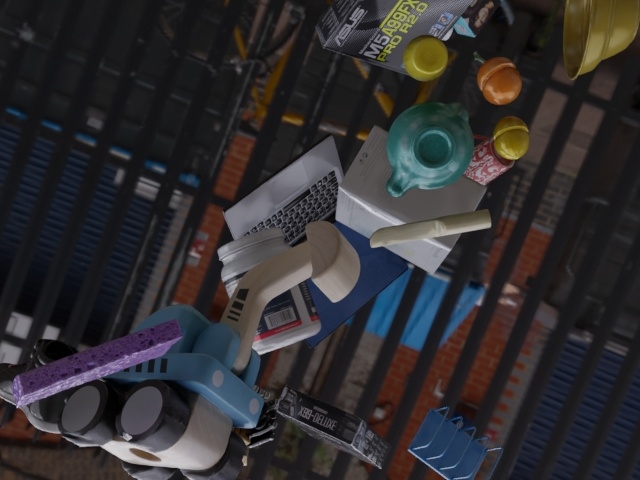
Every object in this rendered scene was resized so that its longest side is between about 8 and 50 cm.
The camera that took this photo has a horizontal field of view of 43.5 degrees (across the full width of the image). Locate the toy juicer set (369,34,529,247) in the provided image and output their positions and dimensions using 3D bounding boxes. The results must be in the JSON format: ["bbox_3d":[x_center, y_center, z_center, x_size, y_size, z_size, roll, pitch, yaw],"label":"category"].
[{"bbox_3d":[0.204,-0.136,1.227,0.209,0.329,0.089,11,-171,-1],"label":"toy juicer set"}]

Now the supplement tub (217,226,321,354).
[{"bbox_3d":[-0.126,0.124,1.937,0.191,0.272,0.191,-20,174,-2],"label":"supplement tub"}]

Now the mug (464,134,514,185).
[{"bbox_3d":[0.399,-0.207,2.075,0.113,0.150,0.169,-24,174,-42],"label":"mug"}]

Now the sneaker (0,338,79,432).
[{"bbox_3d":[-0.536,0.248,1.536,0.104,0.147,0.295,15,-179,-43],"label":"sneaker"}]

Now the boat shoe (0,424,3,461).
[{"bbox_3d":[-0.568,0.265,1.259,0.109,0.258,0.089,-15,-146,-8],"label":"boat shoe"}]

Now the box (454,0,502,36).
[{"bbox_3d":[0.370,-0.578,1.770,0.100,0.244,0.060,39,176,-40],"label":"box"}]

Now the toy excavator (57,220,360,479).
[{"bbox_3d":[-0.175,0.176,1.374,0.432,0.445,0.222,-6,144,33],"label":"toy excavator"}]

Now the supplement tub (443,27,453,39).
[{"bbox_3d":[0.244,-0.500,1.828,0.107,0.071,0.071,7,-173,-14],"label":"supplement tub"}]

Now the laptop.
[{"bbox_3d":[0.000,0.000,2.195,0.236,0.382,0.408,35,154,39],"label":"laptop"}]

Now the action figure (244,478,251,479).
[{"bbox_3d":[-0.087,0.545,1.490,0.275,0.248,0.370,-18,-168,11],"label":"action figure"}]

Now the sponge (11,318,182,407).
[{"bbox_3d":[-0.289,0.159,1.042,0.210,0.031,0.117,-18,170,-30],"label":"sponge"}]

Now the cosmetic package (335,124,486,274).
[{"bbox_3d":[0.156,-0.065,1.466,0.224,0.138,0.224,29,168,7],"label":"cosmetic package"}]

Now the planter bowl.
[{"bbox_3d":[0.456,-0.366,1.286,0.090,0.217,0.217,3,-178,5],"label":"planter bowl"}]

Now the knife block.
[{"bbox_3d":[-0.235,0.424,1.875,0.275,0.242,0.088,3,-136,1],"label":"knife block"}]

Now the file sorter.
[{"bbox_3d":[0.313,0.476,1.842,0.170,0.118,0.104,37,153,-2],"label":"file sorter"}]

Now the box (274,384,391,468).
[{"bbox_3d":[0.039,0.514,2.196,0.242,0.077,0.307,18,161,29],"label":"box"}]

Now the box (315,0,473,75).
[{"bbox_3d":[0.151,-0.426,1.404,0.216,0.270,0.060,8,-132,-37],"label":"box"}]
